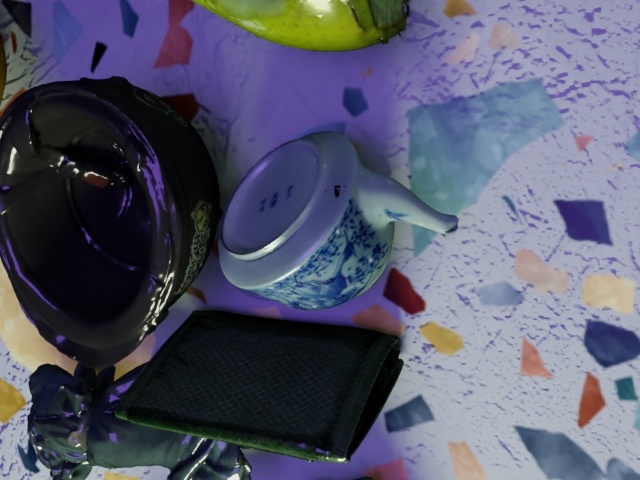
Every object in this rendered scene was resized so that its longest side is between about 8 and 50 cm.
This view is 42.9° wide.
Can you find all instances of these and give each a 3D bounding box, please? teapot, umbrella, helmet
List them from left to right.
[{"bbox_3d":[-0.195,-0.028,0.799,0.230,0.160,0.279,24,121,20],"label":"helmet"},{"bbox_3d":[-0.160,0.193,0.858,0.348,0.094,0.143,-7,90,25],"label":"umbrella"},{"bbox_3d":[0.000,0.000,0.730,0.232,0.159,0.159,-23,89,35],"label":"teapot"}]

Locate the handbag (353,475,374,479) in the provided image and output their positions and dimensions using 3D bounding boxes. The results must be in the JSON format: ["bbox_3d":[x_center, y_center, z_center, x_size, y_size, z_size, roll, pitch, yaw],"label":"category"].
[{"bbox_3d":[-0.034,0.392,0.838,0.326,0.089,0.239,-29,86,28],"label":"handbag"}]

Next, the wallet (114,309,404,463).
[{"bbox_3d":[-0.055,0.133,0.762,0.235,0.160,0.055,3,120,25],"label":"wallet"}]

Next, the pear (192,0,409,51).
[{"bbox_3d":[-0.054,-0.298,0.662,0.292,0.159,0.293,12,115,27],"label":"pear"}]

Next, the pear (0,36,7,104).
[{"bbox_3d":[-0.437,-0.177,0.865,0.208,0.209,0.209,5,101,25],"label":"pear"}]
